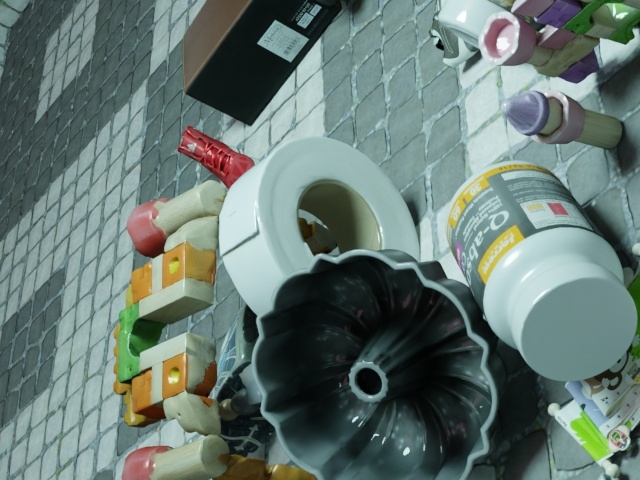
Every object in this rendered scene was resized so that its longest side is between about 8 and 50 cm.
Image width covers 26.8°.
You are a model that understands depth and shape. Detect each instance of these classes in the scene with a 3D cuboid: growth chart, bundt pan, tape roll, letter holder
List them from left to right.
[{"bbox_3d":[-0.121,-0.411,2.529,0.302,0.152,0.214,-49,31,28],"label":"letter holder"},{"bbox_3d":[0.000,0.000,1.882,0.100,0.286,0.286,-32,44,46],"label":"tape roll"},{"bbox_3d":[0.086,0.156,1.661,0.331,0.124,0.331,8,107,28],"label":"bundt pan"},{"bbox_3d":[0.338,0.127,1.498,0.237,0.021,0.172,-62,28,6],"label":"growth chart"}]

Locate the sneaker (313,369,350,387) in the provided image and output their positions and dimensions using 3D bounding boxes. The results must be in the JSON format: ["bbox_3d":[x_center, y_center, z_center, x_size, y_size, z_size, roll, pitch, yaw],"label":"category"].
[{"bbox_3d":[0.033,0.173,1.813,0.081,0.211,0.080,-57,2,-5],"label":"sneaker"}]

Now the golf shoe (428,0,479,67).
[{"bbox_3d":[0.192,-0.339,2.025,0.094,0.077,0.198,-49,32,29],"label":"golf shoe"}]

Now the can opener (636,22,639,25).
[{"bbox_3d":[0.355,-0.307,1.750,0.059,0.073,0.186,-57,38,1],"label":"can opener"}]

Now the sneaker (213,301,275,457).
[{"bbox_3d":[-0.118,0.225,2.131,0.122,0.110,0.283,-40,29,58],"label":"sneaker"}]

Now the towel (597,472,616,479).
[{"bbox_3d":[0.259,0.456,1.318,0.374,0.090,0.320,-61,28,10],"label":"towel"}]

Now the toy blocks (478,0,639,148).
[{"bbox_3d":[0.293,-0.303,1.570,0.288,0.260,0.309,-40,54,40],"label":"toy blocks"}]

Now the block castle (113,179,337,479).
[{"bbox_3d":[-0.136,0.167,1.921,0.213,0.303,0.453,-25,58,42],"label":"block castle"}]

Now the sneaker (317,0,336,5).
[{"bbox_3d":[-0.001,-0.558,2.395,0.147,0.145,0.385,-50,25,33],"label":"sneaker"}]

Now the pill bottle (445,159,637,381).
[{"bbox_3d":[0.250,0.032,1.538,0.162,0.162,0.278,-56,22,18],"label":"pill bottle"}]

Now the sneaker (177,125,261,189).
[{"bbox_3d":[-0.197,-0.145,2.478,0.087,0.128,0.221,-66,27,3],"label":"sneaker"}]

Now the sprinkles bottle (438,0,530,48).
[{"bbox_3d":[0.295,-0.432,1.854,0.355,0.121,0.121,-62,29,3],"label":"sprinkles bottle"}]
